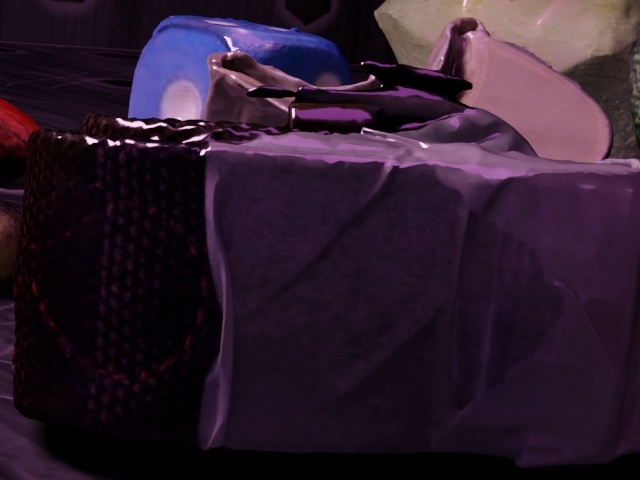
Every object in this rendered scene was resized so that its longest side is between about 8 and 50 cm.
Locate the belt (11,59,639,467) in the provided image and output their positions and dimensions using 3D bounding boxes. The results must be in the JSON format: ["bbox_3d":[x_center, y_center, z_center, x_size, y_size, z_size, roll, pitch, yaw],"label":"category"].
[{"bbox_3d":[0.021,0.007,0.698,0.289,0.164,0.184,5,1,-6],"label":"belt"}]

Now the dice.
[{"bbox_3d":[-0.066,-0.110,1.401,0.146,0.146,0.143,-2,14,-42],"label":"dice"}]

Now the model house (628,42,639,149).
[{"bbox_3d":[0.393,-0.114,1.421,0.214,0.195,0.189,10,-15,-15],"label":"model house"}]

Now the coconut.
[{"bbox_3d":[0.215,-0.208,1.770,0.328,0.281,0.328,15,-18,5],"label":"coconut"}]

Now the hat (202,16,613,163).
[{"bbox_3d":[0.047,-0.050,1.074,0.214,0.149,0.244,-10,45,-28],"label":"hat"}]

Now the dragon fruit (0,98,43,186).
[{"bbox_3d":[-0.344,-0.062,0.949,0.344,0.100,0.282,-2,13,11],"label":"dragon fruit"}]

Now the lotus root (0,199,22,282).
[{"bbox_3d":[-0.192,-0.001,0.958,0.054,0.049,0.099,5,3,3],"label":"lotus root"}]
